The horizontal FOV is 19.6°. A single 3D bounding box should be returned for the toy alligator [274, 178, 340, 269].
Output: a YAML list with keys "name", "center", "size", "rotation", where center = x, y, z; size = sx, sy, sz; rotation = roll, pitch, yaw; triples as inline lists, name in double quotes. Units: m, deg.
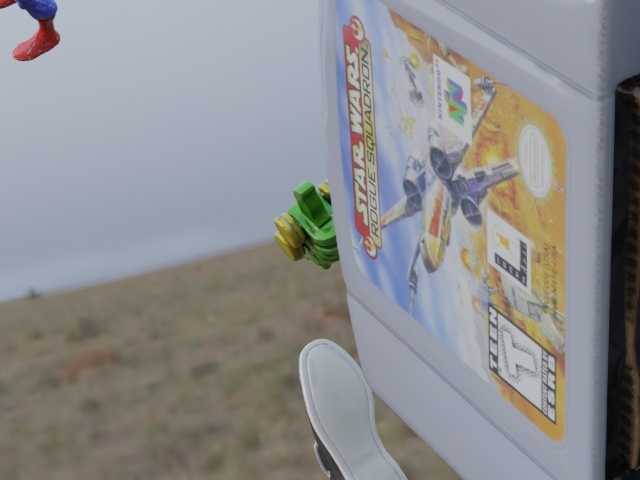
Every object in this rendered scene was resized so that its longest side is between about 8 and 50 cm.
- name: "toy alligator"
  center: [0.000, 0.000, 1.479]
  size: [0.056, 0.051, 0.190]
  rotation: [-37, -13, -11]

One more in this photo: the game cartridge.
- name: "game cartridge"
  center: [0.068, -0.021, 0.728]
  size: [0.062, 0.297, 0.198]
  rotation: [-22, 36, -26]

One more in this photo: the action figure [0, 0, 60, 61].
- name: "action figure"
  center: [-0.296, -0.231, 1.589]
  size: [0.139, 0.091, 0.280]
  rotation: [-24, -15, -15]

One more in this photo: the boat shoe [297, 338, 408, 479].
- name: "boat shoe"
  center: [0.016, 0.120, 1.119]
  size: [0.046, 0.125, 0.038]
  rotation: [-29, 2, -29]
